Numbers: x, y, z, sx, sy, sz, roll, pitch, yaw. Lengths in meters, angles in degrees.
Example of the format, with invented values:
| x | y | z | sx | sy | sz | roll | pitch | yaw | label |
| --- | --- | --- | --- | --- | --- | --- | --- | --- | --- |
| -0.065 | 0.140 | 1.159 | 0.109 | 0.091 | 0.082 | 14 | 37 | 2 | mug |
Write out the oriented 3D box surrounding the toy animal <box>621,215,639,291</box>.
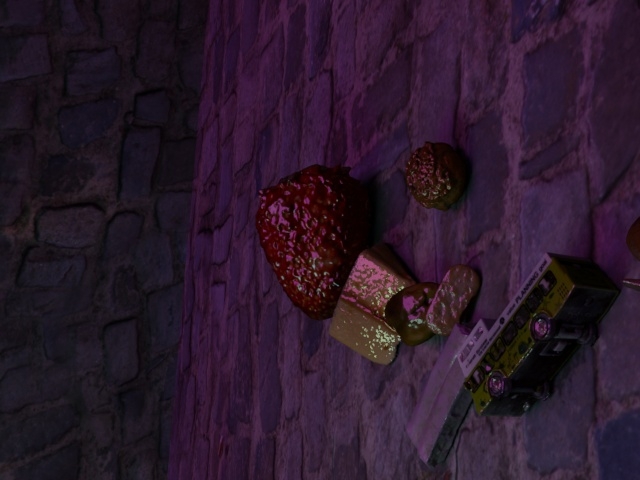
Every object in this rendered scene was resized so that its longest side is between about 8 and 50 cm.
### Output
| x | y | z | sx | sy | sz | roll | pitch | yaw | label |
| --- | --- | --- | --- | --- | --- | --- | --- | --- | --- |
| 0.480 | -0.012 | 1.103 | 0.188 | 0.089 | 0.179 | -5 | 65 | 70 | toy animal |

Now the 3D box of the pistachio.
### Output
| x | y | z | sx | sy | sz | roll | pitch | yaw | label |
| --- | --- | --- | --- | --- | --- | --- | --- | --- | --- |
| 0.190 | 0.153 | 1.658 | 0.189 | 0.100 | 0.110 | -43 | 47 | 54 | pistachio |

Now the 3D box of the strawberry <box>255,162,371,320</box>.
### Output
| x | y | z | sx | sy | sz | roll | pitch | yaw | label |
| --- | --- | --- | --- | --- | --- | --- | --- | --- | --- |
| 0.000 | -0.001 | 1.934 | 0.292 | 0.292 | 0.343 | -43 | 59 | 55 | strawberry |

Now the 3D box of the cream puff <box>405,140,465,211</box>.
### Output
| x | y | z | sx | sy | sz | roll | pitch | yaw | label |
| --- | --- | --- | --- | --- | --- | --- | --- | --- | --- |
| 0.222 | -0.130 | 1.643 | 0.144 | 0.103 | 0.126 | -103 | 29 | -45 | cream puff |

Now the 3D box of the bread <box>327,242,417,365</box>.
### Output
| x | y | z | sx | sy | sz | roll | pitch | yaw | label |
| --- | --- | --- | --- | --- | --- | --- | --- | --- | --- |
| 0.143 | 0.149 | 1.849 | 0.178 | 0.135 | 0.240 | 32 | 119 | 25 | bread |

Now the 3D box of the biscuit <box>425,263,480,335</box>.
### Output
| x | y | z | sx | sy | sz | roll | pitch | yaw | label |
| --- | --- | --- | --- | --- | --- | --- | --- | --- | --- |
| 0.251 | 0.113 | 1.566 | 0.147 | 0.071 | 0.018 | -65 | -16 | 10 | biscuit |

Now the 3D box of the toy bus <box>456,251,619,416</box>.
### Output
| x | y | z | sx | sy | sz | roll | pitch | yaw | label |
| --- | --- | --- | --- | --- | --- | --- | --- | --- | --- |
| 0.341 | 0.149 | 1.333 | 0.301 | 0.113 | 0.139 | -63 | 33 | 34 | toy bus |

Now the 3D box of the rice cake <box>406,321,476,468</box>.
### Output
| x | y | z | sx | sy | sz | roll | pitch | yaw | label |
| --- | --- | --- | --- | --- | --- | --- | --- | --- | --- |
| 0.244 | 0.291 | 1.575 | 0.106 | 0.050 | 0.298 | 58 | 137 | 51 | rice cake |
